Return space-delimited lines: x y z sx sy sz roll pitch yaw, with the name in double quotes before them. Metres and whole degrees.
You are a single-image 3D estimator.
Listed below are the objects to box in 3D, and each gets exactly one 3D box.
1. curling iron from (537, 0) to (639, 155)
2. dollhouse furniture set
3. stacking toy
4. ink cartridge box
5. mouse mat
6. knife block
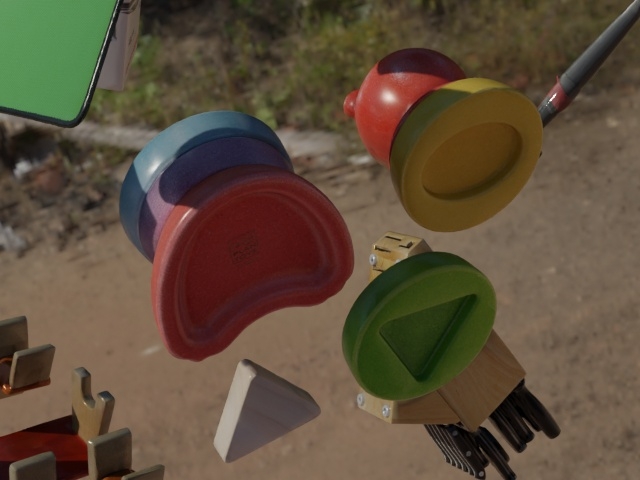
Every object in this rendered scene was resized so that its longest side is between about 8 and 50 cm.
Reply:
"curling iron" 0.286 -0.171 1.572 0.035 0.274 0.068 41 14 22
"dollhouse furniture set" -0.305 0.210 1.195 0.259 0.135 0.262 -13 36 -37
"stacking toy" 0.000 0.000 1.024 0.309 0.279 0.130 -18 41 -20
"ink cartridge box" -0.246 -0.285 1.519 0.082 0.190 0.139 6 32 -4
"mouse mat" -0.170 -0.147 0.782 0.190 0.152 0.007 15 -3 45
"knife block" 0.170 0.134 1.517 0.242 0.275 0.088 2 5 -25
